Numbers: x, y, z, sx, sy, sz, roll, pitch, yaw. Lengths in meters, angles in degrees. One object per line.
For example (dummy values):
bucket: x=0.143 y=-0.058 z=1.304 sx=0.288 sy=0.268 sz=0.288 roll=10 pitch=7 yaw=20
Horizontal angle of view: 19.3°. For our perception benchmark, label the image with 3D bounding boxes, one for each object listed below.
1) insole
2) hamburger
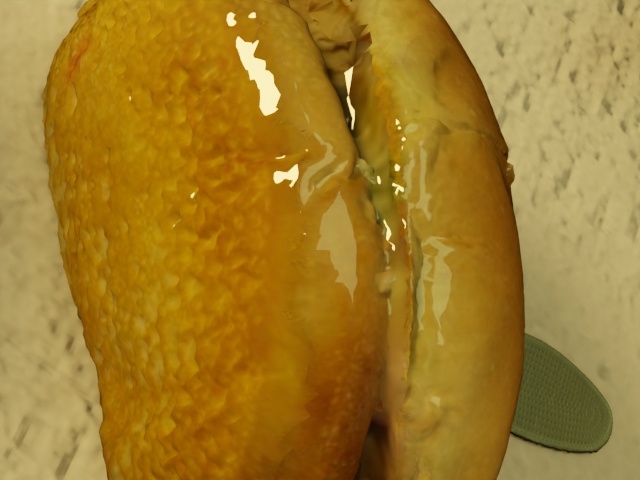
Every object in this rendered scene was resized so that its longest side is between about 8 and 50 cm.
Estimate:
insole: x=0.066 y=0.047 z=0.804 sx=0.153 sy=0.002 sz=0.053 roll=34 pitch=51 yaw=-16
hamburger: x=0.000 y=0.000 z=0.684 sx=0.144 sy=0.156 sz=0.283 roll=2 pitch=63 yaw=-35
